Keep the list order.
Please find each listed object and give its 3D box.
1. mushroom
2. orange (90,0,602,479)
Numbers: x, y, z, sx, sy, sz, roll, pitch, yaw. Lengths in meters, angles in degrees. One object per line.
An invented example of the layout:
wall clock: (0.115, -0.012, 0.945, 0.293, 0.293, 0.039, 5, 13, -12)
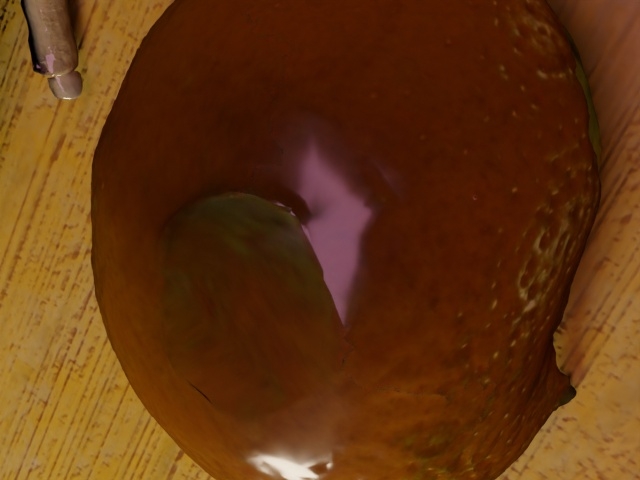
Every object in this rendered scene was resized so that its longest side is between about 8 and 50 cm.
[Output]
mushroom: (-0.154, -0.176, 0.778, 0.060, 0.061, 0.187, 29, 129, 33)
orange: (-0.006, 0.001, 0.687, 0.263, 0.196, 0.334, 34, 125, 31)
